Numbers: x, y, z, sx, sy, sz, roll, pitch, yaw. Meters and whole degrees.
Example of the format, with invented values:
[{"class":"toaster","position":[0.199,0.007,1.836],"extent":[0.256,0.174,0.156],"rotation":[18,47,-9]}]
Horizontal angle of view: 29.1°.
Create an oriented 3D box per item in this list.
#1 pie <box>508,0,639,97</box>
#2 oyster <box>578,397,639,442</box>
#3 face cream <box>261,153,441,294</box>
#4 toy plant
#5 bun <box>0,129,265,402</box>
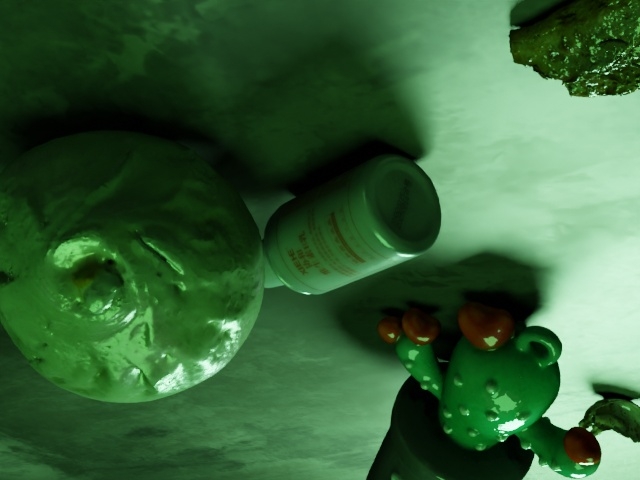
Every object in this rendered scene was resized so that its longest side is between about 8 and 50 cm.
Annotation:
[{"class":"pie","position":[0.213,-0.151,0.911],"extent":[0.170,0.034,0.092],"rotation":[-21,107,49]},{"class":"oyster","position":[0.383,0.240,1.610],"extent":[0.083,0.080,0.038],"rotation":[50,168,-7]},{"class":"face cream","position":[0.000,0.000,1.212],"extent":[0.101,0.101,0.251],"rotation":[26,148,-31]},{"class":"toy plant","position":[0.190,0.223,1.495],"extent":[0.185,0.279,0.400],"rotation":[-18,147,-35]},{"class":"bun","position":[-0.193,0.041,1.159],"extent":[0.283,0.179,0.283],"rotation":[2,115,4]}]
